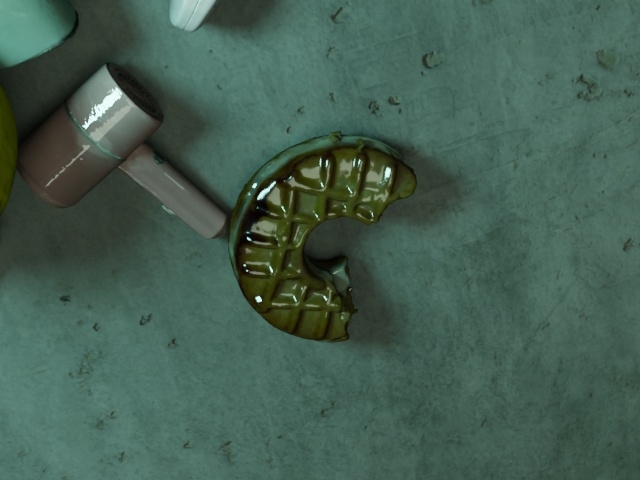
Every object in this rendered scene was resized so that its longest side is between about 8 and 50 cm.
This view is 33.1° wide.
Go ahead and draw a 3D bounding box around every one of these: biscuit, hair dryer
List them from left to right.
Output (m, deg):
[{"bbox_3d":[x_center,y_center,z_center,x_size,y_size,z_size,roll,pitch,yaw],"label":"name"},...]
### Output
[{"bbox_3d":[-0.282,-0.091,1.688,0.210,0.125,0.352,-41,124,10],"label":"hair dryer"},{"bbox_3d":[-0.014,-0.011,1.781,0.268,0.115,0.366,11,112,-18],"label":"biscuit"}]

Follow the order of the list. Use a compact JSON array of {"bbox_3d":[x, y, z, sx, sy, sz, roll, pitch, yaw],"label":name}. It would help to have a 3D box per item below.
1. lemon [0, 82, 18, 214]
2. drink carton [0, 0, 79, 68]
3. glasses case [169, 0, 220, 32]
[{"bbox_3d":[-0.587,-0.137,1.441,0.350,0.350,0.387,-12,75,-7],"label":"lemon"},{"bbox_3d":[-0.444,-0.346,1.469,0.185,0.191,0.189,-24,126,-2],"label":"drink carton"},{"bbox_3d":[-0.140,-0.438,1.540,0.075,0.113,0.297,21,110,-19],"label":"glasses case"}]
